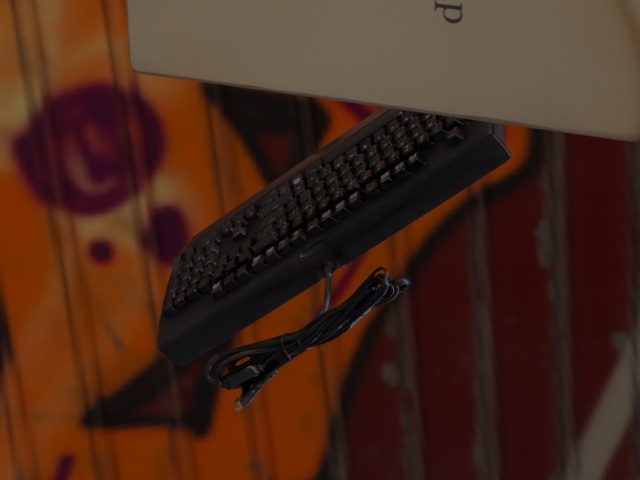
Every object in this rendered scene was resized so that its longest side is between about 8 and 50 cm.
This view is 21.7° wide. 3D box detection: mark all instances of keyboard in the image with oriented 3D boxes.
[{"bbox_3d":[0.000,0.000,1.168,0.033,0.317,0.201,36,35,-32],"label":"keyboard"}]

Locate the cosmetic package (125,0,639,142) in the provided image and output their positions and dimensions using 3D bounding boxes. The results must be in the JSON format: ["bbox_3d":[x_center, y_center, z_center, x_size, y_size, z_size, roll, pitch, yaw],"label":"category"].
[{"bbox_3d":[0.065,-0.148,0.794,0.113,0.309,0.160,-39,133,-56],"label":"cosmetic package"}]
